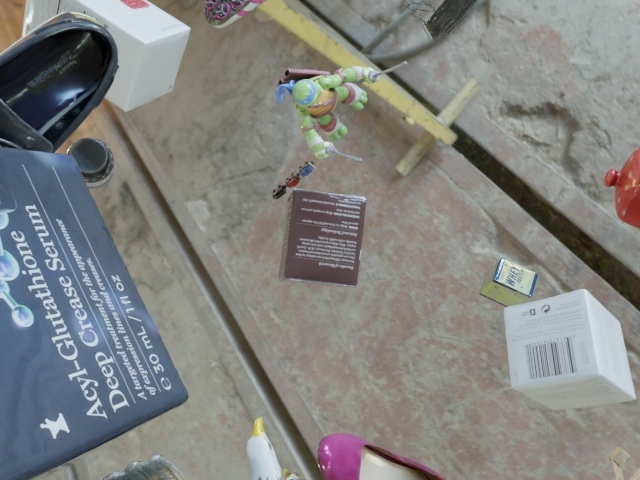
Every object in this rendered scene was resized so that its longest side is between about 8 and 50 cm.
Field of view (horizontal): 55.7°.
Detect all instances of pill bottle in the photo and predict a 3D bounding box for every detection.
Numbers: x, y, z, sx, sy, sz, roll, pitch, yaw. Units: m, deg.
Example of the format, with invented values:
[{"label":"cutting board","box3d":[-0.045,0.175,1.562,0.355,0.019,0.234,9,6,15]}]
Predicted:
[{"label":"pill bottle","box3d":[-0.633,-0.215,1.666,0.219,0.123,0.122,170,114,-71]}]

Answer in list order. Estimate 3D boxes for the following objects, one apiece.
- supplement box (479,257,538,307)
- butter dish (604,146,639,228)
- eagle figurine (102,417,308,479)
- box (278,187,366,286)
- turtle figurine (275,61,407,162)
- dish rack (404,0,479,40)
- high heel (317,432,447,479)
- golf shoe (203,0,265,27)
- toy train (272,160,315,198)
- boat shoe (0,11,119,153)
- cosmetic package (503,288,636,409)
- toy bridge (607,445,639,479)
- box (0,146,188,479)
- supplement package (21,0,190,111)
[{"label":"supplement box","box3d":[0.386,0.091,1.244,0.083,0.083,0.056,24,63,5]},{"label":"butter dish","box3d":[0.574,-0.101,1.089,0.118,0.160,0.160,16,56,10]},{"label":"eagle figurine","box3d":[-0.070,0.303,0.636,0.226,0.298,0.225,-42,72,15]},{"label":"box","box3d":[0.000,0.000,1.392,0.168,0.167,0.203,151,125,-80]},{"label":"turtle figurine","box3d":[0.055,-0.269,1.298,0.275,0.266,0.197,4,99,13]},{"label":"dish rack","box3d":[0.244,-0.579,1.304,0.208,0.074,0.271,-47,54,42]},{"label":"high heel","box3d":[0.151,0.488,1.279,0.181,0.377,0.127,-12,57,33]},{"label":"golf shoe","box3d":[-0.094,-0.383,0.918,0.186,0.086,0.067,-43,70,0]},{"label":"toy train","box3d":[-0.074,-0.162,1.635,0.158,0.027,0.036,-38,29,26]},{"label":"boat shoe","box3d":[-0.512,-0.179,0.959,0.500,0.187,0.156,-49,33,-14]},{"label":"cosmetic package","box3d":[0.438,0.199,1.068,0.151,0.184,0.151,-20,54,35]},{"label":"toy bridge","box3d":[0.569,0.433,1.082,0.026,0.188,0.063,42,91,-4]},{"label":"box","box3d":[-0.349,0.090,0.481,0.212,0.395,0.293,-32,81,21]},{"label":"supplement package","box3d":[-0.471,-0.452,1.334,0.293,0.177,0.175,33,126,4]}]
